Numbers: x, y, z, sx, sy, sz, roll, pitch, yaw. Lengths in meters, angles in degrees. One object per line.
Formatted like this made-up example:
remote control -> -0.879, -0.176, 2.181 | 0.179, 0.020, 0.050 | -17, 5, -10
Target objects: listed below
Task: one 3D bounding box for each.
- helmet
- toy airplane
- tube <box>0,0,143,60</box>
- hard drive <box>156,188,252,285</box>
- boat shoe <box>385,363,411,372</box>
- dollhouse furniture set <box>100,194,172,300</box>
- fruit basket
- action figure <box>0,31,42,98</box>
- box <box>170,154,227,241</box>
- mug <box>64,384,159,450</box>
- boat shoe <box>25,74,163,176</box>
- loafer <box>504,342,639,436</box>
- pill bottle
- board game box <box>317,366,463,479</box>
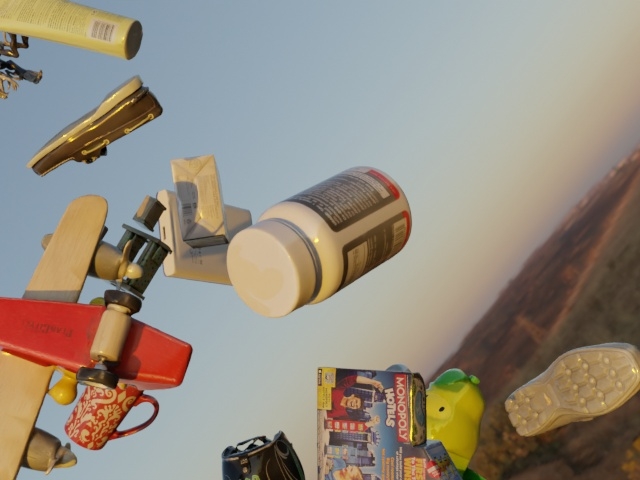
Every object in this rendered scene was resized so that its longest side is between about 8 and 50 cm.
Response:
helmet -> -0.105, 0.456, 1.775 | 0.169, 0.162, 0.169 | -19, 4, 1
toy airplane -> -0.425, 0.162, 1.479 | 0.386, 0.384, 0.272 | -34, -26, -3
tube -> -0.383, -0.325, 1.396 | 0.070, 0.240, 0.062 | -55, -21, -64
hard drive -> -0.278, 0.002, 2.357 | 0.040, 0.210, 0.318 | -17, -17, 32
boat shoe -> 0.133, 0.273, 1.535 | 0.083, 0.065, 0.183 | -1, -56, -28
dollhouse furniture set -> -0.343, -0.009, 1.719 | 0.182, 0.101, 0.161 | -61, -27, -13
fruit basket -> 0.201, 0.448, 1.927 | 0.282, 0.392, 0.392 | -4, -40, -37
action figure -> -0.748, -0.414, 2.246 | 0.276, 0.141, 0.164 | -50, 8, 31
box -> -0.248, -0.077, 1.975 | 0.087, 0.169, 0.290 | -9, -4, -5
mug -> -0.420, 0.337, 1.882 | 0.169, 0.150, 0.113 | -56, -21, 10
boat shoe -> -0.338, -0.154, 1.399 | 0.227, 0.069, 0.081 | -33, 21, 16
loafer -> 0.414, 0.229, 1.493 | 0.111, 0.112, 0.319 | -15, -14, -28
pill bottle -> 0.000, 0.000, 1.420 | 0.283, 0.161, 0.161 | -29, -23, -47
board game box -> 0.091, 0.265, 1.238 | 0.060, 0.194, 0.194 | 2, -93, -59
